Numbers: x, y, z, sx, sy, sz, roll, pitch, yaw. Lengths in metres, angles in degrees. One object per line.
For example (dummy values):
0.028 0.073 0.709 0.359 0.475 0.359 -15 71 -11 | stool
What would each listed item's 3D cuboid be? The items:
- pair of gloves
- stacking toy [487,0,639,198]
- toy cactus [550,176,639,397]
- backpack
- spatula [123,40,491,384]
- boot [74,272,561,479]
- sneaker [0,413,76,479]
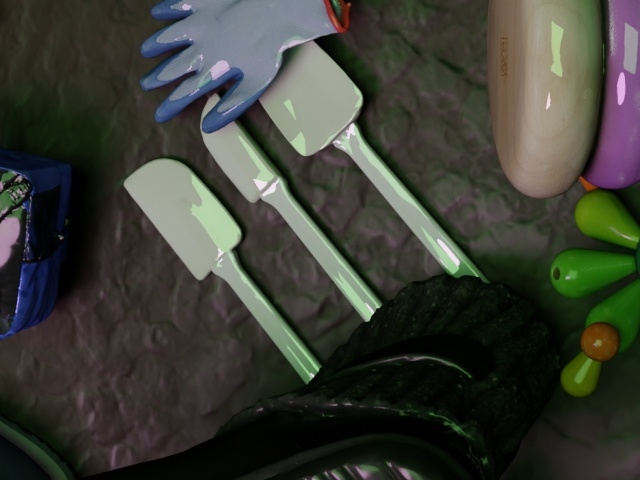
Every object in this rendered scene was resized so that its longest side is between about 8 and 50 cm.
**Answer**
-0.066 -0.172 0.995 0.159 0.023 0.198 -24 76 28 | pair of gloves
0.253 -0.092 0.780 0.330 0.141 0.141 -1 95 -3 | stacking toy
0.212 0.001 0.868 0.180 0.112 0.219 -7 82 13 | toy cactus
-0.207 0.002 1.035 0.098 0.101 0.120 14 104 23 | backpack
0.000 0.000 0.992 0.168 0.019 0.242 -44 77 19 | spatula
-0.042 0.142 0.880 0.348 0.260 0.131 -14 106 17 | boot
-0.318 0.134 1.076 0.319 0.131 0.112 21 102 20 | sneaker
